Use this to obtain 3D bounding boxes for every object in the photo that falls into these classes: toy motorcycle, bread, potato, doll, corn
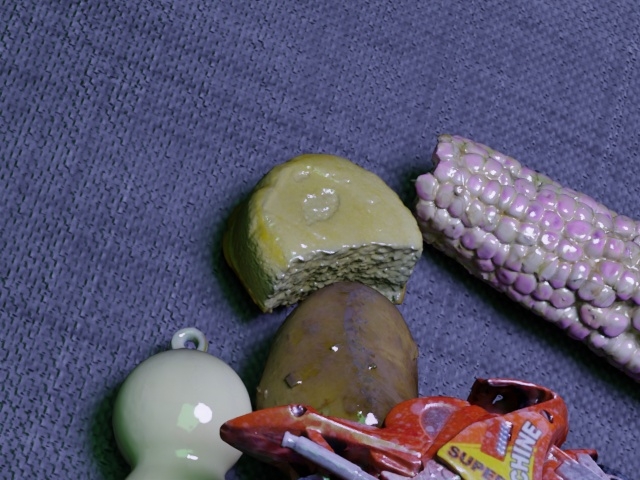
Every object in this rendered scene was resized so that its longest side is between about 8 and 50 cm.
[{"bbox_3d":[0.087,0.172,1.240,0.298,0.089,0.171,-2,52,-24],"label":"toy motorcycle"},{"bbox_3d":[0.000,-0.009,1.435,0.156,0.086,0.125,-4,61,-24],"label":"bread"},{"bbox_3d":[0.017,0.122,1.367,0.137,0.137,0.176,13,51,-14],"label":"potato"},{"bbox_3d":[-0.106,0.200,1.310,0.141,0.117,0.296,5,54,-2],"label":"doll"},{"bbox_3d":[0.223,0.028,1.480,0.335,0.126,0.126,28,64,-5],"label":"corn"}]
